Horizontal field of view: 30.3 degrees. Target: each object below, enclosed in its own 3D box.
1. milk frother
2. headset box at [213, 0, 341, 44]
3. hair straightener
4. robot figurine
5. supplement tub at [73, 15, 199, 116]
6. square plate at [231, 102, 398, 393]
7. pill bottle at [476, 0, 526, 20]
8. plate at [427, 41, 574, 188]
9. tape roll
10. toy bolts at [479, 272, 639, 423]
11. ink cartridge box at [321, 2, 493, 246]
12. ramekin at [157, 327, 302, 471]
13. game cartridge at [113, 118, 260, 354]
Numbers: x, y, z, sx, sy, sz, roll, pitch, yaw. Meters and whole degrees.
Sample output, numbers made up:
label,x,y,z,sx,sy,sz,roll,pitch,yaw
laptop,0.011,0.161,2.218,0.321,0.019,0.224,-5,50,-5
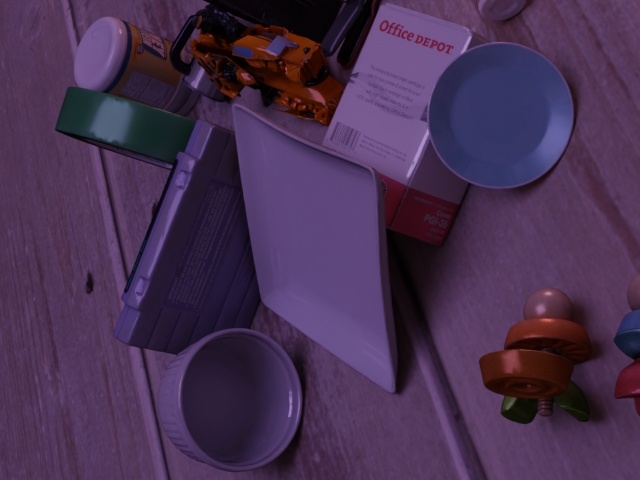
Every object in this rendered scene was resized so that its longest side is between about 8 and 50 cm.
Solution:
label,x,y,z,sx,sy,sz,roll,pitch,yaw
milk frother,-0.190,-0.336,2.093,0.135,0.129,0.143,-59,-1,14
headset box,-0.118,-0.422,1.935,0.293,0.218,0.110,33,99,50
hair straightener,0.060,-0.384,1.822,0.230,0.089,0.047,-59,40,14
robot figurine,-0.090,-0.273,1.863,0.291,0.211,0.085,20,68,39
supplement tub,-0.327,-0.308,2.139,0.144,0.199,0.144,-19,64,43
square plate,0.000,0.000,1.668,0.347,0.049,0.344,30,135,49
pill bottle,0.239,-0.370,1.635,0.067,0.067,0.120,-34,53,36
plate,0.231,-0.160,1.522,0.024,0.188,0.188,-53,-13,-83
tape roll,-0.266,-0.165,1.927,0.321,0.321,0.077,15,88,49
toy bolts,0.296,0.103,1.318,0.228,0.218,0.158,-6,65,28
ink cartridge box,0.127,-0.163,1.646,0.207,0.117,0.283,31,101,49
ramekin,-0.140,0.236,1.740,0.109,0.207,0.207,-15,65,56
game cartridge,-0.166,0.008,1.824,0.068,0.230,0.355,27,96,49
